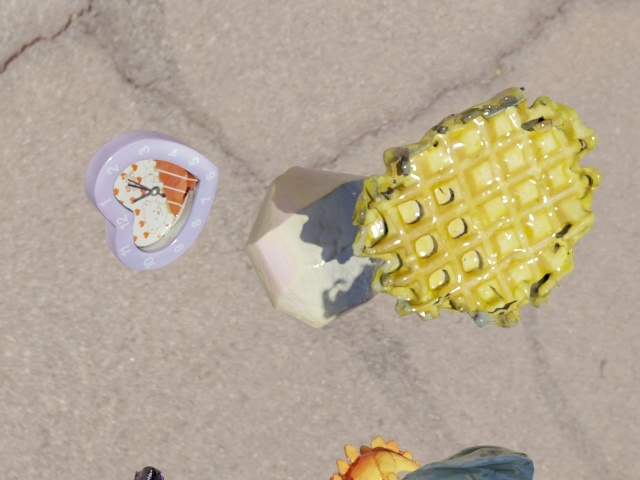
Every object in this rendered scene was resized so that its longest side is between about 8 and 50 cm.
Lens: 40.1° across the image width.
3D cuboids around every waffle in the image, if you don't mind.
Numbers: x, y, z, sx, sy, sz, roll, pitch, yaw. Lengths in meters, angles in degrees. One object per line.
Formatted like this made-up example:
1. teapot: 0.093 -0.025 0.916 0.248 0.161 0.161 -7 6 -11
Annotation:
1. waffle: 0.173 -0.034 0.953 0.262 0.060 0.280 17 100 -14

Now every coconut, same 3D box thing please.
1. coconut: 0.000 0.000 1.396 0.259 0.259 0.259 2 85 -31

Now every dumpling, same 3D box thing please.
1. dumpling: 0.180 0.311 1.047 0.152 0.219 0.108 -14 56 -20

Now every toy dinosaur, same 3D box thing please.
1. toy dinosaur: 0.094 0.390 1.494 0.288 0.117 0.070 -12 135 -30

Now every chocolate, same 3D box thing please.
1. chocolate: -0.363 0.541 1.848 0.072 0.070 0.147 -18 54 3

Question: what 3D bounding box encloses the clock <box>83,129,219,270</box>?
1. clock: -0.219 -0.066 1.155 0.172 0.064 0.198 -32 136 -21
